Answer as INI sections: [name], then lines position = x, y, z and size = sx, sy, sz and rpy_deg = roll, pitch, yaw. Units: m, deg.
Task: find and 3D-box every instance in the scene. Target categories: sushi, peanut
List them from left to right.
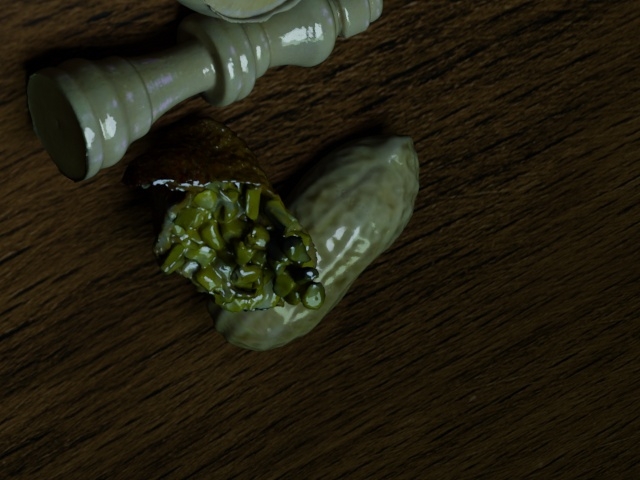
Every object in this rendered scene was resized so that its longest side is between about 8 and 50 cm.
[sushi]
position = -0.099, -0.010, 2.093
size = 0.167, 0.179, 0.296
rpy_deg = -16, 137, 2
[peanut]
position = 0.000, 0.000, 2.281
size = 0.325, 0.140, 0.153
rpy_deg = -45, 159, -2

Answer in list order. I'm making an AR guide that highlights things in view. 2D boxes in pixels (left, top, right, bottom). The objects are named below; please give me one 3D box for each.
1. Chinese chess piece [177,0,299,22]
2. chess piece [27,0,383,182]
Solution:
[Chinese chess piece]
position = -0.062, -0.330, 1.803
size = 0.257, 0.104, 0.257
rpy_deg = -37, 147, -29
[chess piece]
position = -0.102, -0.186, 1.967
size = 0.397, 0.117, 0.117
rpy_deg = -26, 145, -28
